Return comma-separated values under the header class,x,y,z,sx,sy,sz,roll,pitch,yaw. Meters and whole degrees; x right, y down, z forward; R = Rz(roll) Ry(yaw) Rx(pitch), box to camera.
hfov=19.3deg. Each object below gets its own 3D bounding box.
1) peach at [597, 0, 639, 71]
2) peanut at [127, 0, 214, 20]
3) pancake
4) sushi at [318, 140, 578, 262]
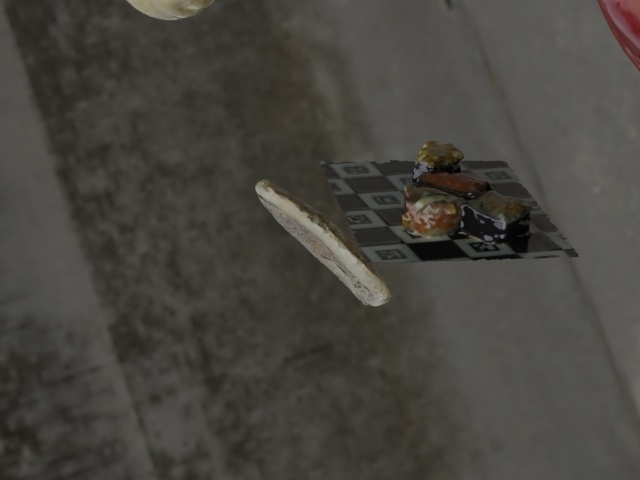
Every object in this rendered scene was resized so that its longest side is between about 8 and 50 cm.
class,x,y,z,sx,sy,sz,roll,pitch,yaw
peach,0.344,-0.259,1.315,0.370,0.370,0.370,162,90,-89
peanut,-0.106,-0.212,1.042,0.187,0.082,0.082,62,180,-9
pancake,0.001,-0.001,1.513,0.151,0.025,0.151,45,176,4
sushi,0.080,-0.037,1.249,0.201,0.139,0.031,-115,25,-67
